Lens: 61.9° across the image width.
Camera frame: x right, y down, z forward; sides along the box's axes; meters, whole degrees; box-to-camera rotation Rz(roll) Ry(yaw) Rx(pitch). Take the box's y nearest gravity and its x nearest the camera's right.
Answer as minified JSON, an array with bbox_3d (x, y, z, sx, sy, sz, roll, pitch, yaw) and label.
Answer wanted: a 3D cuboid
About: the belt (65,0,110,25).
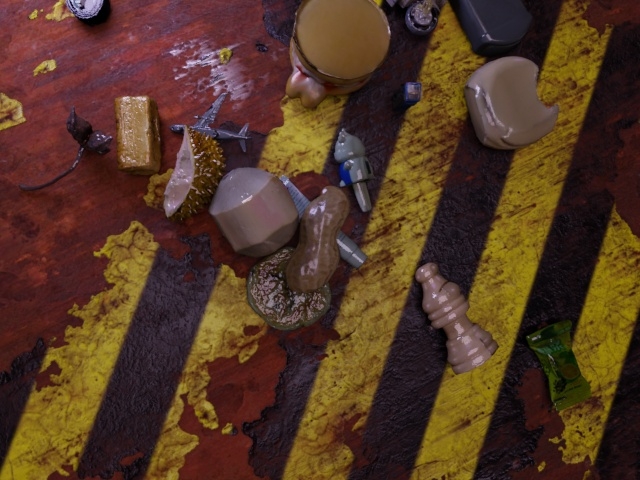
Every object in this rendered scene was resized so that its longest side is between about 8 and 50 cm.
[{"bbox_3d":[-0.626,-0.652,1.435,0.105,0.058,0.139,-3,92,-2],"label":"belt"}]

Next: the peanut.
[{"bbox_3d":[0.000,0.000,1.409,0.136,0.120,0.298,18,88,-29],"label":"peanut"}]

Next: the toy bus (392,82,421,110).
[{"bbox_3d":[0.240,-0.401,1.490,0.051,0.153,0.061,-5,94,-7],"label":"toy bus"}]

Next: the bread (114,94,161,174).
[{"bbox_3d":[-0.486,-0.280,1.425,0.114,0.083,0.210,-1,88,-2],"label":"bread"}]

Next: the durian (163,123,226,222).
[{"bbox_3d":[-0.324,-0.155,1.393,0.183,0.138,0.249,37,105,38],"label":"durian"}]

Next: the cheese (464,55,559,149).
[{"bbox_3d":[0.545,-0.396,1.542,0.233,0.127,0.265,-16,91,-8],"label":"cheese"}]

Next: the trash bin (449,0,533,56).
[{"bbox_3d":[0.501,-0.662,1.563,0.177,0.101,0.236,-28,89,-6],"label":"trash bin"}]

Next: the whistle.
[{"bbox_3d":[0.094,-0.196,1.492,0.092,0.110,0.244,-15,90,24],"label":"whistle"}]

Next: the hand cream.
[{"bbox_3d":[-0.005,-0.045,1.491,0.331,0.058,0.085,41,86,-4],"label":"hand cream"}]

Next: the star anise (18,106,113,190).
[{"bbox_3d":[-0.667,-0.213,1.376,0.219,0.148,0.227,17,70,36],"label":"star anise"}]

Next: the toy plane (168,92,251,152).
[{"bbox_3d":[-0.303,-0.295,1.463,0.226,0.058,0.225,6,103,-7],"label":"toy plane"}]

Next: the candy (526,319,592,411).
[{"bbox_3d":[0.700,0.366,1.563,0.149,0.069,0.246,-18,86,-13],"label":"candy"}]

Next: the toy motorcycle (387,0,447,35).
[{"bbox_3d":[0.262,-0.771,1.529,0.223,0.108,0.340,-39,94,-7],"label":"toy motorcycle"}]

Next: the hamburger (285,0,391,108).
[{"bbox_3d":[0.034,-0.506,1.450,0.261,0.186,0.302,25,75,-7],"label":"hamburger"}]

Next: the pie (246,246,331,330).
[{"bbox_3d":[-0.087,0.133,1.476,0.241,0.054,0.240,0,87,-6],"label":"pie"}]

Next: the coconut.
[{"bbox_3d":[-0.174,-0.082,1.379,0.241,0.241,0.241,0,88,-7],"label":"coconut"}]

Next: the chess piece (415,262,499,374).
[{"bbox_3d":[0.361,0.208,1.510,0.139,0.124,0.307,-32,88,25],"label":"chess piece"}]
